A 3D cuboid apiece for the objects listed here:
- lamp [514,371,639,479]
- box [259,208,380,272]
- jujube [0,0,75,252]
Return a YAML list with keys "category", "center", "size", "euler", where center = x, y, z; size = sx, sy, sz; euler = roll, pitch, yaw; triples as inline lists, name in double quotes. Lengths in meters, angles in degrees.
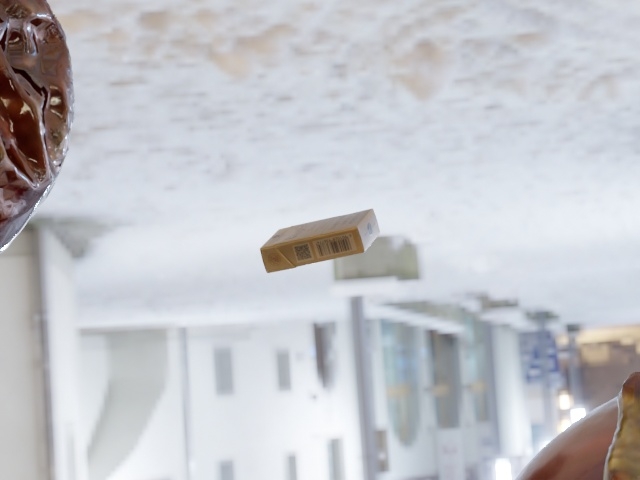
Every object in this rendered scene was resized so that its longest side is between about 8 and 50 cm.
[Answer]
- category: "lamp"
  center: [0.131, 0.115, 0.401]
  size: [0.223, 0.215, 0.151]
  euler: [-16, -165, -34]
- category: "box"
  center: [0.000, 0.000, 1.218]
  size: [0.083, 0.024, 0.053]
  euler: [-14, -167, 21]
- category: "jujube"
  center: [-0.327, -0.148, 1.017]
  size: [0.276, 0.377, 0.276]
  euler: [-21, -152, 12]
